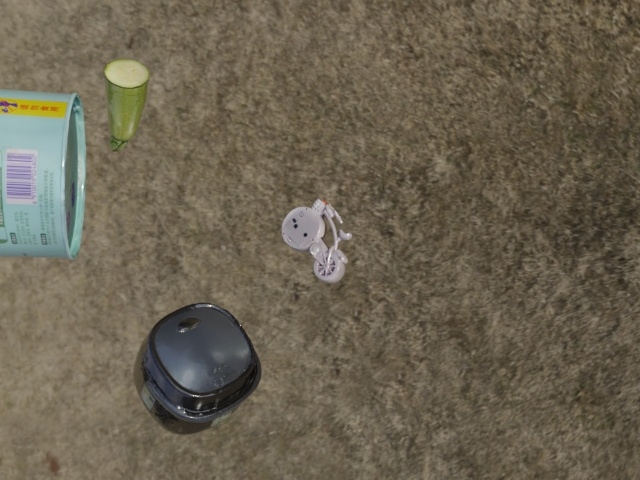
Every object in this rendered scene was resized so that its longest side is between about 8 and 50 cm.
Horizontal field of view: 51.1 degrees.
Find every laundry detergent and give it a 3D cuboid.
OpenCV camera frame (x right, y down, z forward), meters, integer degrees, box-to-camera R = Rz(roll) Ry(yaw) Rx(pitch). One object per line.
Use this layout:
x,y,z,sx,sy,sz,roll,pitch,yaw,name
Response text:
-0.560,-0.112,1.104,0.287,0.305,0.287,-178,90,-77,laundry detergent

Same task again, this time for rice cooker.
-0.273,0.287,1.462,0.267,0.267,0.224,54,141,22,rice cooker

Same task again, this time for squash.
-0.433,-0.278,1.459,0.094,0.094,0.224,51,139,24,squash

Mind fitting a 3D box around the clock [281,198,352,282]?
0.000,0.000,0.979,0.087,0.041,0.129,-40,62,10,clock
